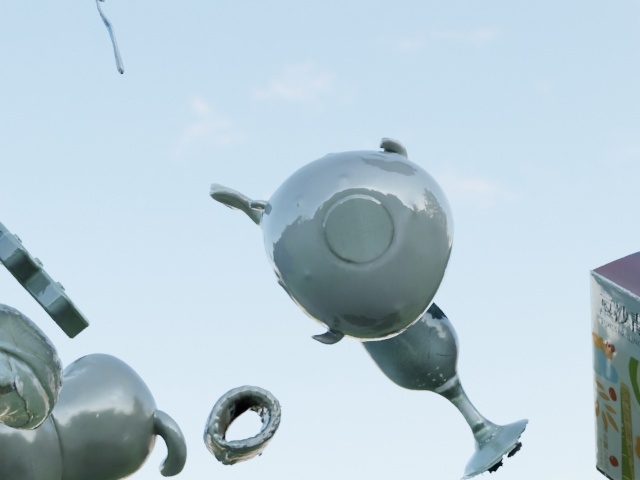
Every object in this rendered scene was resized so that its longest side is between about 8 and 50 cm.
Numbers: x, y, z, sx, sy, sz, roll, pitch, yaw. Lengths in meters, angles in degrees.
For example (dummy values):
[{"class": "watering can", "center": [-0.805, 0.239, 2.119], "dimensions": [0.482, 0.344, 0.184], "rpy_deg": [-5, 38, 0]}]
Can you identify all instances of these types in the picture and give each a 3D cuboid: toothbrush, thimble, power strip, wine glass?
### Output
[{"class": "toothbrush", "center": [-0.322, -0.318, 1.957], "dimensions": [0.017, 0.162, 0.014], "rpy_deg": [-3, -30, -28]}, {"class": "thimble", "center": [-0.118, 0.276, 1.931], "dimensions": [0.102, 0.115, 0.090], "rpy_deg": [37, -26, 4]}, {"class": "power strip", "center": [-0.543, 0.057, 2.390], "dimensions": [0.059, 0.265, 0.194], "rpy_deg": [-42, -28, -11]}, {"class": "wine glass", "center": [0.172, 0.201, 1.926], "dimensions": [0.143, 0.321, 0.143], "rpy_deg": [-39, 3, 2]}]

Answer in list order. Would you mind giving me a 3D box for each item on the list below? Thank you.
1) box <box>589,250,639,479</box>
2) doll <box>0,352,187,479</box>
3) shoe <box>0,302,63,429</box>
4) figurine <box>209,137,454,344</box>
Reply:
[{"class": "box", "center": [0.565, 0.255, 1.960], "dimensions": [0.122, 0.344, 0.385], "rpy_deg": [-18, -63, -22]}, {"class": "doll", "center": [-0.421, 0.311, 2.041], "dimensions": [0.370, 0.215, 0.226], "rpy_deg": [-8, 21, -33]}, {"class": "shoe", "center": [-0.406, 0.151, 1.386], "dimensions": [0.132, 0.210, 0.342], "rpy_deg": [5, -35, 21]}, {"class": "figurine", "center": [0.000, 0.000, 1.459], "dimensions": [0.274, 0.227, 0.394], "rpy_deg": [26, -8, -1]}]
